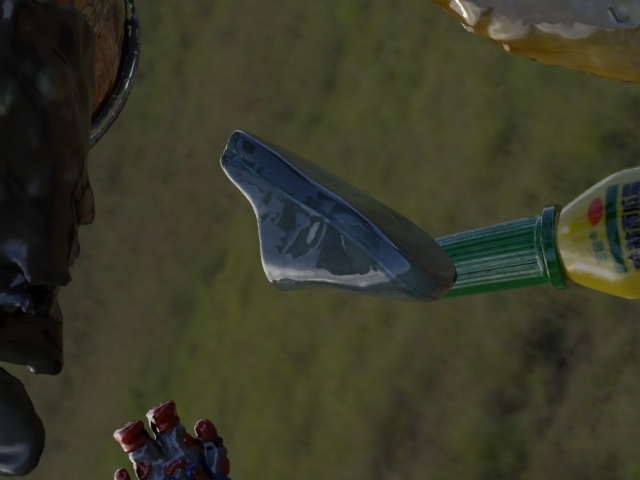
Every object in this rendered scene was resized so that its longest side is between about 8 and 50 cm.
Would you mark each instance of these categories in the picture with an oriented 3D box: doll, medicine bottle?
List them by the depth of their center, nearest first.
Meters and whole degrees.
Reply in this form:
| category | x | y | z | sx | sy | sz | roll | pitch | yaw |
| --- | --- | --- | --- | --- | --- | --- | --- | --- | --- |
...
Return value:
| category | x | y | z | sx | sy | sz | roll | pitch | yaw |
| --- | --- | --- | --- | --- | --- | --- | --- | --- | --- |
| doll | -0.071 | 0.201 | 1.094 | 0.104 | 0.194 | 0.062 | -29 | 0 | -40 |
| medicine bottle | 0.228 | 0.001 | 1.355 | 0.309 | 0.076 | 0.111 | -12 | 71 | 33 |

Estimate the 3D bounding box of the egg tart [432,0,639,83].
| category | x | y | z | sx | sy | sz | roll | pitch | yaw |
| --- | --- | --- | --- | --- | --- | --- | --- | --- | --- |
| egg tart | 0.167 | -0.254 | 0.704 | 0.388 | 0.388 | 0.169 | -62 | -18 | 17 |

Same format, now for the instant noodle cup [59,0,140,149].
| category | x | y | z | sx | sy | sz | roll | pitch | yaw |
| --- | --- | --- | --- | --- | --- | --- | --- | --- | --- |
| instant noodle cup | -0.302 | -0.231 | 1.249 | 0.266 | 0.340 | 0.339 | 104 | -172 | -62 |

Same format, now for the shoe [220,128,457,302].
| category | x | y | z | sx | sy | sz | roll | pitch | yaw |
| --- | --- | --- | --- | --- | --- | --- | --- | --- | --- |
| shoe | 0.000 | 0.000 | 1.028 | 0.079 | 0.195 | 0.078 | 13 | -69 | -53 |

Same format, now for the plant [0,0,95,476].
| category | x | y | z | sx | sy | sz | roll | pitch | yaw |
| --- | --- | --- | --- | --- | --- | --- | --- | --- | --- |
| plant | -0.220 | -0.003 | 0.856 | 0.188 | 0.199 | 0.276 | 180 | 101 | -78 |
